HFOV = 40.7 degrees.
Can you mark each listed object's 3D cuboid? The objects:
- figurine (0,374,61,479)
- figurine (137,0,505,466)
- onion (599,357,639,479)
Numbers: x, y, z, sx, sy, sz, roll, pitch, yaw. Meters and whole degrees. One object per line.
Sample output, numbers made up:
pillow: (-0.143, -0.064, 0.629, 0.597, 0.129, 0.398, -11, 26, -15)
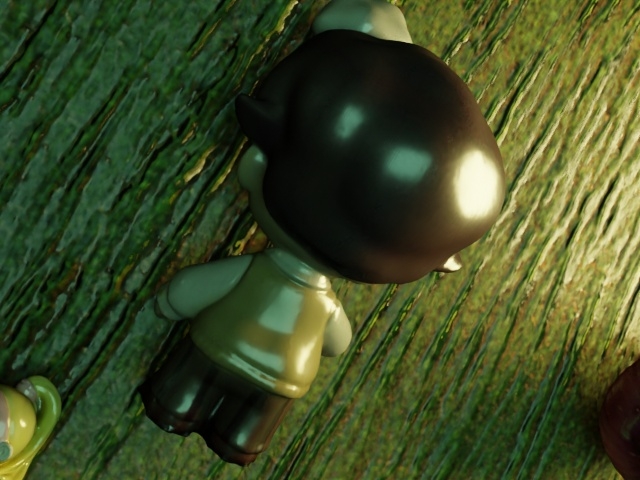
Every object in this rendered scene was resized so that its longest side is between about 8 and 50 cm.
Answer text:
figurine: (-0.268, 0.193, 0.681, 0.083, 0.083, 0.187, 20, 84, -20)
figurine: (0.001, 0.001, 0.714, 0.218, 0.206, 0.365, 34, 111, 2)
onion: (0.366, 0.179, 0.852, 0.177, 0.153, 0.177, -8, 110, -21)
